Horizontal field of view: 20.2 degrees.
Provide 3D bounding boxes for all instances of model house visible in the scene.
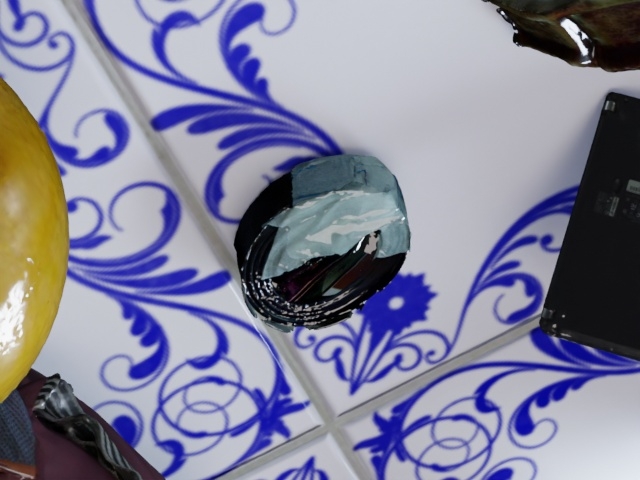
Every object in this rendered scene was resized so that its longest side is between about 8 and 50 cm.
[{"bbox_3d":[0.205,-0.163,1.182,0.165,0.106,0.152,-5,151,32],"label":"model house"}]

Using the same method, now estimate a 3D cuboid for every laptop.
[{"bbox_3d":[0.237,-0.004,1.254,0.129,0.016,0.180,16,84,8],"label":"laptop"}]

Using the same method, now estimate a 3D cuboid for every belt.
[{"bbox_3d":[0.000,0.000,1.253,0.140,0.058,0.105,-39,121,17],"label":"belt"}]

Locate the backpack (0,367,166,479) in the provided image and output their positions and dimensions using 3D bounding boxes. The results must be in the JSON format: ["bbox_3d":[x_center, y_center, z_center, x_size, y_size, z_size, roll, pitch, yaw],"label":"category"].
[{"bbox_3d":[-0.171,0.256,1.224,0.197,0.317,0.283,-32,127,9],"label":"backpack"}]

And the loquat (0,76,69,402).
[{"bbox_3d":[-0.275,0.003,1.044,0.263,0.263,0.263,-8,127,-11],"label":"loquat"}]
